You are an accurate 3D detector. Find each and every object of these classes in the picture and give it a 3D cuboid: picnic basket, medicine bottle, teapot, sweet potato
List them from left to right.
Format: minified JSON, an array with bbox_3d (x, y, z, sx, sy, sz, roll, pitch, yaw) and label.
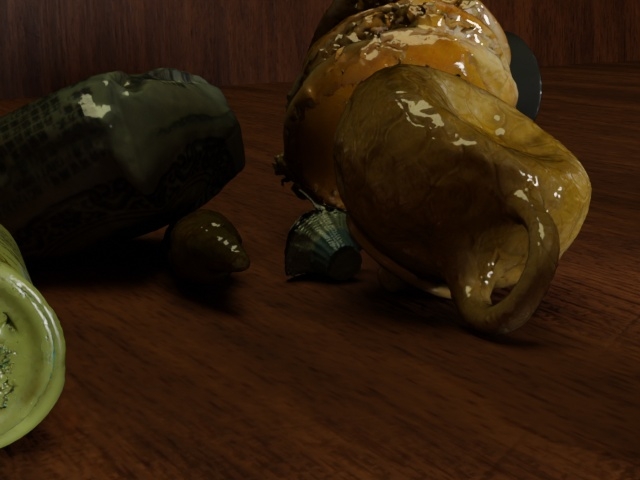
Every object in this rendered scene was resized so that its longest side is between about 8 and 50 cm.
[{"bbox_3d":[-0.230,0.043,0.791,0.124,0.124,0.239,-5,11,-17],"label":"medicine bottle"},{"bbox_3d":[-0.101,0.005,1.110,0.067,0.067,0.274,-4,4,-14],"label":"sweet potato"},{"bbox_3d":[0.000,0.000,1.116,0.083,0.065,0.083,-13,32,-29],"label":"picnic basket"},{"bbox_3d":[0.097,-0.022,1.014,0.203,0.167,0.311,19,22,-28],"label":"teapot"}]

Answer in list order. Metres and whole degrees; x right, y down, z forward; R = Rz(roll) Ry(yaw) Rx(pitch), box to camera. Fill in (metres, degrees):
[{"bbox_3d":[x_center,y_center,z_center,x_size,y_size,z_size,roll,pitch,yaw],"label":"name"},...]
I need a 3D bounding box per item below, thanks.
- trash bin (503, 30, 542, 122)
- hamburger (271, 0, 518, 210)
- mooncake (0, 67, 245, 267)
[{"bbox_3d":[0.129,-0.215,1.810,0.333,0.214,0.214,-6,12,-35],"label":"trash bin"},{"bbox_3d":[0.073,-0.127,1.304,0.260,0.245,0.211,-23,29,12],"label":"hamburger"},{"bbox_3d":[-0.211,-0.058,1.185,0.254,0.136,0.250,-23,0,19],"label":"mooncake"}]
